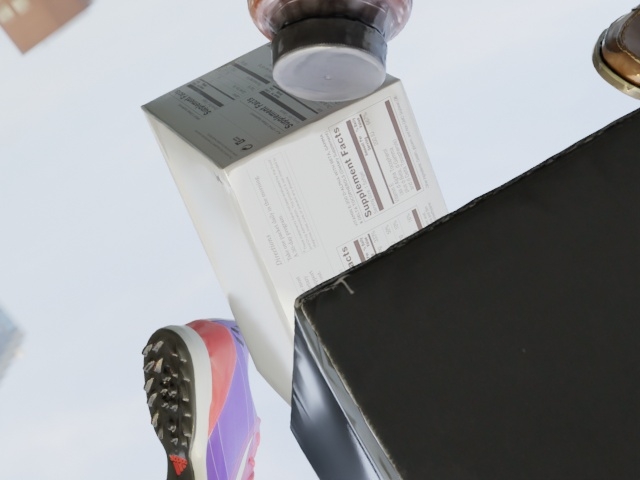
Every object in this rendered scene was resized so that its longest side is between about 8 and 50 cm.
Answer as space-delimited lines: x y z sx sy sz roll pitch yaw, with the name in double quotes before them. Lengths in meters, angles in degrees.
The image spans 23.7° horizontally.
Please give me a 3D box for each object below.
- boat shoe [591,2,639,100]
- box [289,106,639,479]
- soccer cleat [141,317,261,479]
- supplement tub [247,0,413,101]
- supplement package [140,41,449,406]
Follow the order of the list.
"boat shoe" 0.396 -0.247 1.697 0.307 0.111 0.104 -38 162 -52
"box" 0.091 0.038 0.471 0.184 0.103 0.261 -27 169 -7
"soccer cleat" -0.105 0.234 1.531 0.116 0.318 0.109 -11 -168 -40
"supplement tub" 0.006 -0.189 0.960 0.106 0.106 0.197 -18 -119 38
"supplement package" 0.000 0.000 1.166 0.145 0.261 0.204 -28 -154 -13
